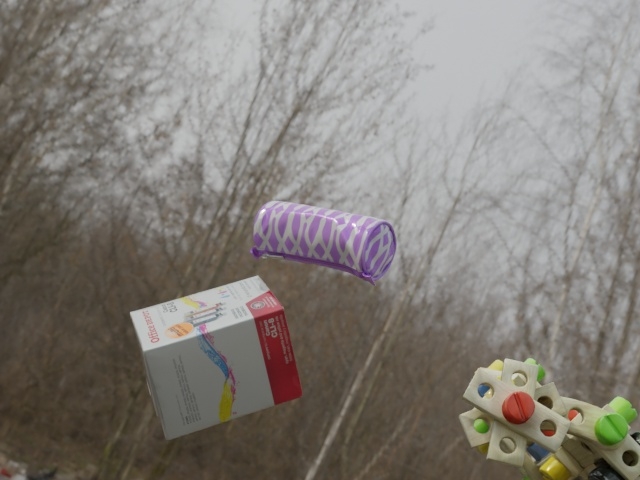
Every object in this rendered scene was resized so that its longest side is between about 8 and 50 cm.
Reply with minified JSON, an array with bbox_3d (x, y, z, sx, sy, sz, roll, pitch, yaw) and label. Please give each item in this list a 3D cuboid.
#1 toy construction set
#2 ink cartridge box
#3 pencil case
[{"bbox_3d":[0.248,0.204,1.025,0.215,0.151,0.328,47,-1,16],"label":"toy construction set"},{"bbox_3d":[-0.132,0.141,1.164,0.128,0.176,0.128,-137,-147,-64],"label":"ink cartridge box"},{"bbox_3d":[0.000,0.000,1.258,0.206,0.088,0.086,9,-35,36],"label":"pencil case"}]
